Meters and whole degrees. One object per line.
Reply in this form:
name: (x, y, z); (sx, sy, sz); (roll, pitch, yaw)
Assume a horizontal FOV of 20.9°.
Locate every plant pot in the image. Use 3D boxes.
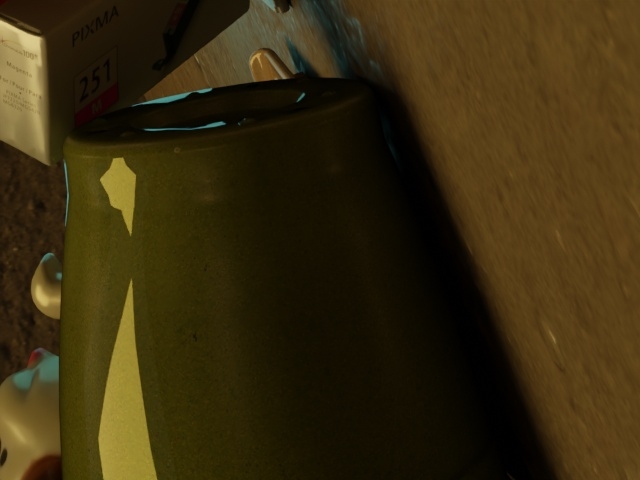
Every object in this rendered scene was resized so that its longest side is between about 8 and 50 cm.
plant pot: (-0.051, 0.066, 1.333); (0.366, 0.367, 0.353); (-139, 38, -74)

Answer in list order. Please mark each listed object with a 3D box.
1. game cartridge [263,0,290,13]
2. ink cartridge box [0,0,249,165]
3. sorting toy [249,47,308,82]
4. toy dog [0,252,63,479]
game cartridge: (-0.050, -0.233, 1.521); (0.056, 0.017, 0.083); (67, 173, -26)
ink cartridge box: (-0.147, -0.226, 1.349); (0.060, 0.275, 0.239); (27, 137, 21)
sorting toy: (0.010, -0.063, 1.561); (0.208, 0.038, 0.193); (47, 159, 56)
toy dog: (-0.145, 0.156, 1.770); (0.395, 0.408, 0.284); (59, -177, -12)
